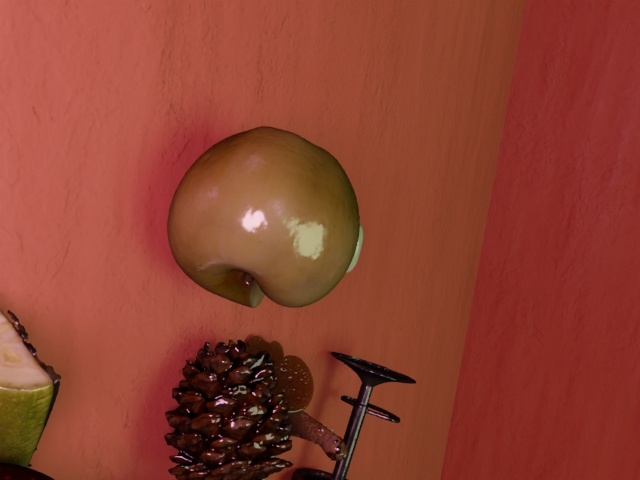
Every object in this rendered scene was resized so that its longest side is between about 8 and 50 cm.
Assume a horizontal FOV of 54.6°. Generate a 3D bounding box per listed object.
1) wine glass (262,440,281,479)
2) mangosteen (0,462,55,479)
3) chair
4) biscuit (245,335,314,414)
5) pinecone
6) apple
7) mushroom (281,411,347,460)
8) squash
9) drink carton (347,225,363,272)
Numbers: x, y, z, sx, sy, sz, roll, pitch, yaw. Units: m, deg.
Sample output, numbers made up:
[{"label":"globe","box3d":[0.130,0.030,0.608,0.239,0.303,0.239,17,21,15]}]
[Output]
[{"label":"wine glass","box3d":[-0.160,0.478,1.200,0.103,0.103,0.231,23,89,-60]},{"label":"mangosteen","box3d":[-0.379,0.377,0.675,0.257,0.215,0.215,-59,151,-61]},{"label":"chair","box3d":[0.067,0.496,1.511,0.226,0.226,0.401,30,78,-60]},{"label":"biscuit","box3d":[-0.087,0.265,1.228,0.124,0.175,0.026,-45,179,-41]},{"label":"pinecone","box3d":[-0.157,0.303,1.048,0.224,0.224,0.273,29,46,-60]},{"label":"apple","box3d":[-0.083,-0.032,0.960,0.292,0.292,0.254,53,47,-54]},{"label":"mushroom","box3d":[-0.036,0.370,1.275,0.148,0.217,0.227,-28,126,-52]},{"label":"squash","box3d":[-0.419,0.192,0.747,0.093,0.169,0.252,-28,159,-49]},{"label":"drink carton","box3d":[0.000,0.000,1.257,0.144,0.142,0.146,31,74,-60]}]
